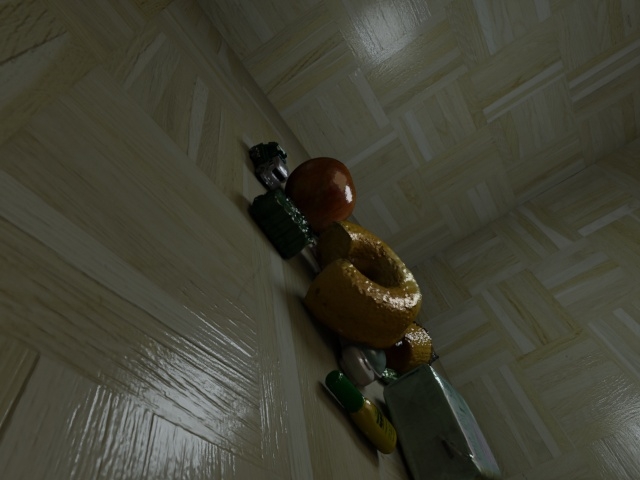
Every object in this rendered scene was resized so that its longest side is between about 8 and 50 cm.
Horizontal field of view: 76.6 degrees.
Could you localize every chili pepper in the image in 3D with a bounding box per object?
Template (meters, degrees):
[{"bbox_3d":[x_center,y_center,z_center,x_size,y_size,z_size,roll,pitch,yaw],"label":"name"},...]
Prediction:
[{"bbox_3d":[0.262,0.505,1.440,0.227,0.059,0.088,43,23,-45],"label":"chili pepper"}]

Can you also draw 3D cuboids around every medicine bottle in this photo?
[{"bbox_3d":[0.098,0.410,0.978,0.260,0.064,0.095,52,13,-21],"label":"medicine bottle"}]

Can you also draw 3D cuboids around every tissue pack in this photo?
[{"bbox_3d":[0.389,0.623,1.281,0.405,0.205,0.331,45,17,-46],"label":"tissue pack"}]

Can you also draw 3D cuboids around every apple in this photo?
[{"bbox_3d":[0.011,-0.192,1.606,0.301,0.302,0.301,54,12,-17],"label":"apple"}]

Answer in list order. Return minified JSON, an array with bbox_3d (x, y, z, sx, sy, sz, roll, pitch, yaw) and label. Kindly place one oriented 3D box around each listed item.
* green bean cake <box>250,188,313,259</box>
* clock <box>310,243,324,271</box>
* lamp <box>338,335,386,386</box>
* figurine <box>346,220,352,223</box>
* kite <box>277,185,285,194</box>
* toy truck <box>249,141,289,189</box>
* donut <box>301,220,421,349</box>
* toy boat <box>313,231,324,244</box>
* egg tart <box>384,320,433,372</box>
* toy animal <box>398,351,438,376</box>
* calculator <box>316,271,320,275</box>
[{"bbox_3d":[-0.114,-0.069,1.246,0.208,0.107,0.193,52,14,-20],"label":"green bean cake"},{"bbox_3d":[0.072,0.077,1.529,0.197,0.150,0.063,60,15,13],"label":"clock"},{"bbox_3d":[0.128,0.334,1.196,0.179,0.108,0.246,54,12,2],"label":"lamp"},{"bbox_3d":[0.108,0.021,1.792,0.256,0.167,0.192,56,-2,-19],"label":"figurine"},{"bbox_3d":[-0.135,-0.139,1.562,0.141,0.015,0.245,54,9,-12],"label":"kite"},{"bbox_3d":[-0.182,-0.294,1.515,0.110,0.116,0.215,48,15,-41],"label":"toy truck"},{"bbox_3d":[0.147,0.121,1.260,0.378,0.163,0.435,26,29,-15],"label":"donut"},{"bbox_3d":[0.000,0.000,1.650,0.140,0.066,0.059,31,20,9],"label":"toy boat"},{"bbox_3d":[0.310,0.410,1.544,0.171,0.215,0.215,18,40,-56],"label":"egg tart"},{"bbox_3d":[0.404,0.531,1.695,0.210,0.117,0.121,-17,63,-33],"label":"toy animal"},{"bbox_3d":[0.016,0.151,1.425,0.094,0.019,0.141,62,12,9],"label":"calculator"}]
